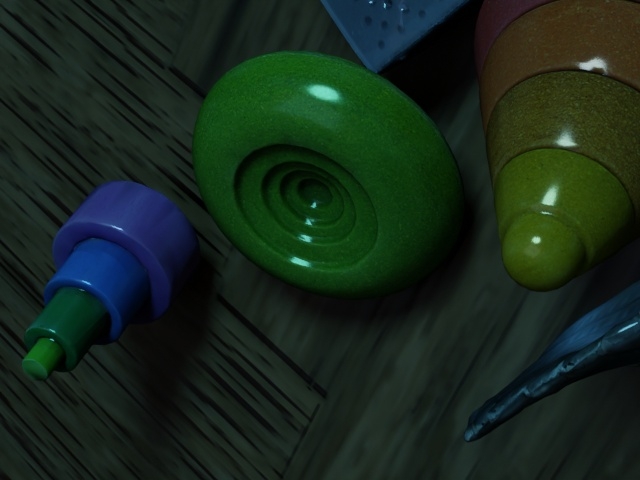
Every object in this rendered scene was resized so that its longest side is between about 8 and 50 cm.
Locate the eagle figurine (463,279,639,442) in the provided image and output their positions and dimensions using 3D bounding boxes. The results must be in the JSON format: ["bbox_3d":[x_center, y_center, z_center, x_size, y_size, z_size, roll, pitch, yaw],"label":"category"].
[{"bbox_3d":[0.199,-0.039,0.424,0.226,0.225,0.298,22,99,16],"label":"eagle figurine"}]

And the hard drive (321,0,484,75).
[{"bbox_3d":[0.028,-0.216,0.614,0.172,0.054,0.254,-36,74,36],"label":"hard drive"}]

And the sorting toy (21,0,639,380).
[{"bbox_3d":[0.000,0.000,0.597,0.365,0.126,0.127,-17,119,38],"label":"sorting toy"}]
